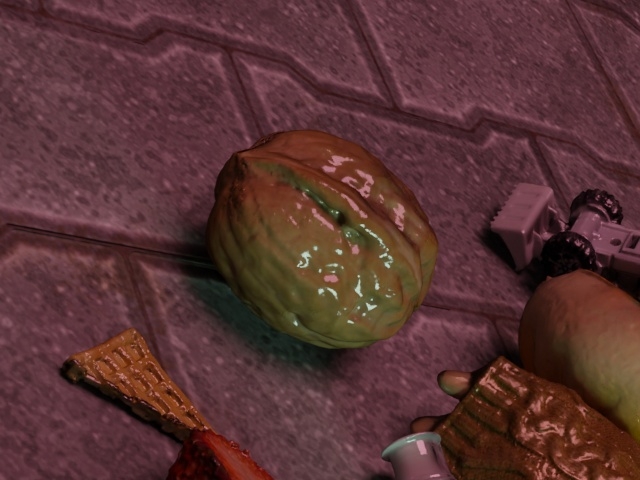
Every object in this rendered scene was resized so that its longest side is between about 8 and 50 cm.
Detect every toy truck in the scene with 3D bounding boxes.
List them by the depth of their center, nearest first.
[{"bbox_3d":[0.338,0.022,2.256,0.286,0.111,0.136,17,39,18],"label":"toy truck"}]

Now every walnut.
[{"bbox_3d":[0.000,0.000,1.885,0.245,0.198,0.198,43,31,-20],"label":"walnut"}]

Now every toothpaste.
[{"bbox_3d":[0.128,0.329,1.767,0.100,0.066,0.323,13,51,-47],"label":"toothpaste"}]

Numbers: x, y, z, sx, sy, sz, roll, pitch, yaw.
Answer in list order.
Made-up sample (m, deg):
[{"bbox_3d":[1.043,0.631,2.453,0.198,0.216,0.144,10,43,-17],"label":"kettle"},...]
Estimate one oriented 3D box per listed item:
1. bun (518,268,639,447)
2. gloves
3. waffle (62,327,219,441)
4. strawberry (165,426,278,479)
[{"bbox_3d":[0.317,0.168,2.050,0.299,0.165,0.299,40,-3,2],"label":"bun"},{"bbox_3d":[0.243,0.250,1.895,0.356,0.155,0.203,41,28,1],"label":"gloves"},{"bbox_3d":[-0.147,0.148,1.702,0.152,0.023,0.097,50,34,8],"label":"waffle"},{"bbox_3d":[-0.027,0.284,1.613,0.286,0.106,0.188,42,7,22],"label":"strawberry"}]
